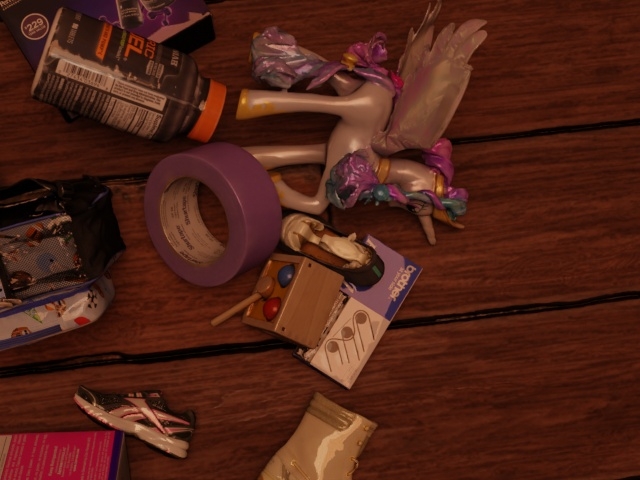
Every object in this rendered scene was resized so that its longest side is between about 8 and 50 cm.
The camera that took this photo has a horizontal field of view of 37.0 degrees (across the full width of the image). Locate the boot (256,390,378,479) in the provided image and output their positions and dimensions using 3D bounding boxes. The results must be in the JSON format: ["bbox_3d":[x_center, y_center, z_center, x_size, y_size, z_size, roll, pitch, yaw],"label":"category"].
[{"bbox_3d":[0.040,0.329,1.342,0.213,0.077,0.165,33,79,5],"label":"boot"}]

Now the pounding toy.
[{"bbox_3d":[-0.063,0.086,1.352,0.100,0.141,0.130,28,79,-28],"label":"pounding toy"}]

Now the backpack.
[{"bbox_3d":[-0.405,0.029,1.282,0.263,0.276,0.213,-9,95,-2],"label":"backpack"}]

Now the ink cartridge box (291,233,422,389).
[{"bbox_3d":[0.053,0.104,1.392,0.097,0.046,0.207,33,79,1],"label":"ink cartridge box"}]

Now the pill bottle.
[{"bbox_3d":[-0.254,-0.212,1.297,0.245,0.130,0.131,19,80,-18],"label":"pill bottle"}]

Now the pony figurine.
[{"bbox_3d":[0.067,-0.179,1.352,0.363,0.303,0.351,12,113,-5],"label":"pony figurine"}]

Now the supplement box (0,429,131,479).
[{"bbox_3d":[-0.373,0.331,1.275,0.220,0.114,0.111,-1,125,-3],"label":"supplement box"}]

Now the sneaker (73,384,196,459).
[{"bbox_3d":[-0.257,0.240,1.348,0.178,0.072,0.077,27,68,-7],"label":"sneaker"}]

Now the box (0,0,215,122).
[{"bbox_3d":[-0.314,-0.325,1.409,0.261,0.103,0.184,-32,82,-8],"label":"box"}]

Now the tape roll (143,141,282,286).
[{"bbox_3d":[-0.150,-0.037,1.327,0.080,0.189,0.189,-27,82,-49],"label":"tape roll"}]

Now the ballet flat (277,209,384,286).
[{"bbox_3d":[0.000,0.000,1.364,0.203,0.074,0.074,27,80,21],"label":"ballet flat"}]
